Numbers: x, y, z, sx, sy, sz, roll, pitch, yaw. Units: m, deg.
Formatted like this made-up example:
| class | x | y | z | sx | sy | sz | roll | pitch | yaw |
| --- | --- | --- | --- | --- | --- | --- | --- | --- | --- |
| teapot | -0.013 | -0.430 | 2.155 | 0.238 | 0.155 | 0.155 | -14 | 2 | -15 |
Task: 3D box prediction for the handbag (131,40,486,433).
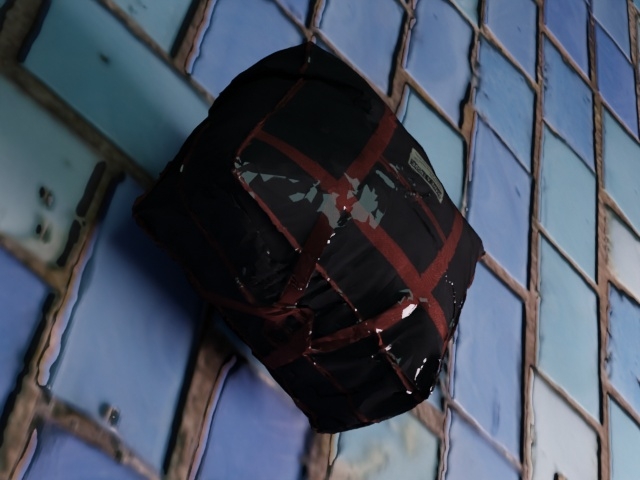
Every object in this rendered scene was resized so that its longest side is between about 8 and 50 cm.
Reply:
| class | x | y | z | sx | sy | sz | roll | pitch | yaw |
| --- | --- | --- | --- | --- | --- | --- | --- | --- | --- |
| handbag | 0.000 | 0.000 | 0.779 | 0.215 | 0.155 | 0.169 | 49 | 41 | -19 |
